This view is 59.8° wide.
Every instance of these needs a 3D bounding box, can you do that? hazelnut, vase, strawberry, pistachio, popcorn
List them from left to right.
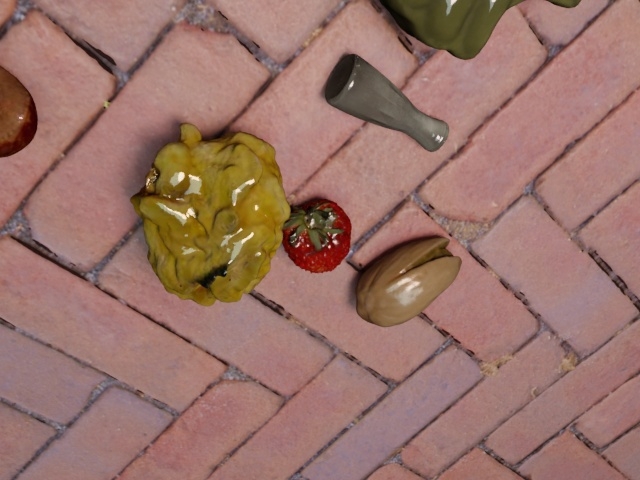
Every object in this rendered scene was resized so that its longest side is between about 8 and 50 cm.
[{"bbox_3d":[-0.481,-0.178,0.776,0.154,0.143,0.143,22,112,-39],"label":"hazelnut"},{"bbox_3d":[-0.169,-0.040,0.870,0.252,0.215,0.287,34,108,8],"label":"popcorn"},{"bbox_3d":[-0.003,-0.006,0.985,0.131,0.148,0.131,-1,79,6],"label":"strawberry"},{"bbox_3d":[0.116,-0.215,0.910,0.214,0.086,0.086,23,111,-27],"label":"vase"},{"bbox_3d":[0.165,0.078,1.057,0.225,0.136,0.136,-33,120,-2],"label":"pistachio"}]

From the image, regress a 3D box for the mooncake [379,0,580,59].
[{"bbox_3d":[0.224,-0.439,0.752,0.350,0.187,0.352,-4,119,-7],"label":"mooncake"}]
